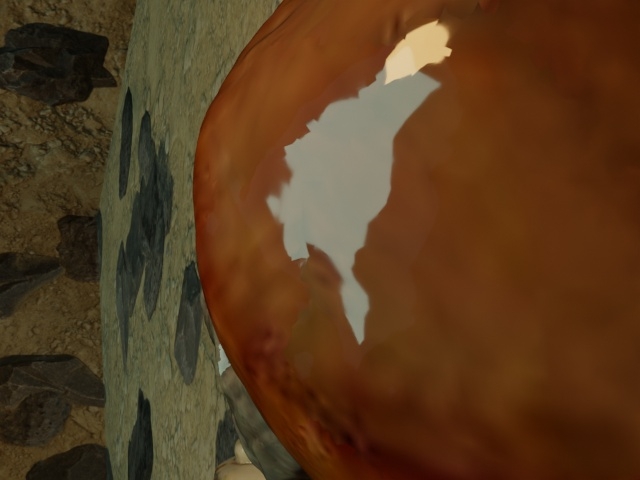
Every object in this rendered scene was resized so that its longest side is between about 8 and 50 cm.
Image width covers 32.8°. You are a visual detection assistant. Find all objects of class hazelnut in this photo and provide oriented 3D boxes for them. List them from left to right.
[{"bbox_3d":[0.114,0.000,0.486,0.372,0.315,0.373,8,-90,-75],"label":"hazelnut"}]

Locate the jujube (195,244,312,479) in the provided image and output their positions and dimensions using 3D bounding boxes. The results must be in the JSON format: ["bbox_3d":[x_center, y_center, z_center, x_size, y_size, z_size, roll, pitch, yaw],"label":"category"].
[{"bbox_3d":[0.016,0.055,0.868,0.226,0.226,0.317,114,148,-46],"label":"jujube"}]

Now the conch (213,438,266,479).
[{"bbox_3d":[-0.062,0.303,1.191,0.158,0.127,0.255,-175,93,-73],"label":"conch"}]
